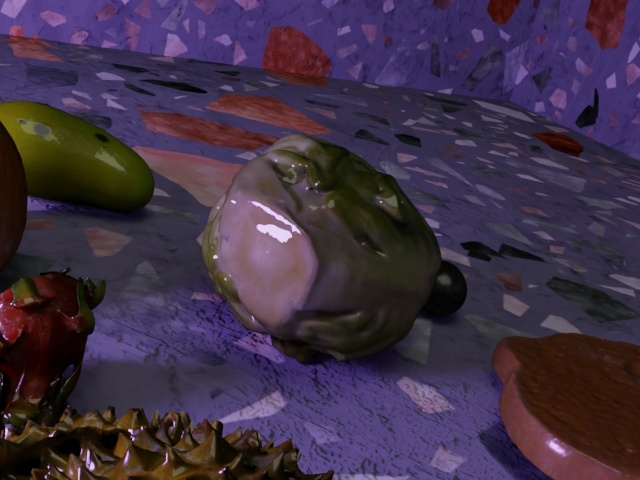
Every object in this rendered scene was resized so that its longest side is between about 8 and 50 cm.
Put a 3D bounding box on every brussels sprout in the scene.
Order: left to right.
[{"bbox_3d":[0.000,0.000,0.977,0.327,0.247,0.328,11,18,-4],"label":"brussels sprout"}]

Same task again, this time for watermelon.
[{"bbox_3d":[0.177,0.068,1.127,0.078,0.078,0.111,10,21,-7],"label":"watermelon"}]

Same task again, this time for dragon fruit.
[{"bbox_3d":[-0.278,0.112,0.731,0.142,0.138,0.175,-23,56,8],"label":"dragon fruit"}]

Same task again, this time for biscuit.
[{"bbox_3d":[0.391,0.220,0.890,0.384,0.062,0.365,11,19,-6],"label":"biscuit"}]

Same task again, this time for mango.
[{"bbox_3d":[-0.406,-0.129,1.208,0.293,0.143,0.175,19,22,-9],"label":"mango"}]

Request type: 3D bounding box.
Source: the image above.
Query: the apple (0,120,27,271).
[{"bbox_3d":[-0.476,-0.070,0.867,0.277,0.250,0.309,-7,27,-39],"label":"apple"}]

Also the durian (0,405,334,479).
[{"bbox_3d":[-0.104,0.207,0.430,0.292,0.258,0.258,6,20,13],"label":"durian"}]
